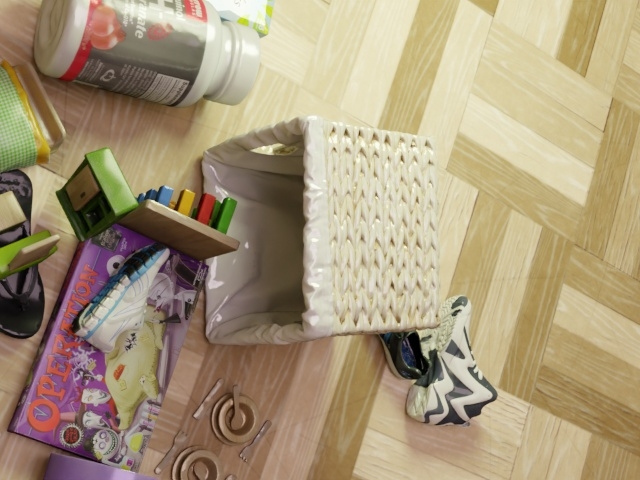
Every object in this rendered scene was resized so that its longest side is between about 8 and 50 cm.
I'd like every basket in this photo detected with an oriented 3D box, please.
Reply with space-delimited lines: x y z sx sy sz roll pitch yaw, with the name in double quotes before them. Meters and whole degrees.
"basket" 0.000 0.000 1.880 0.266 0.328 0.331 4 82 -33

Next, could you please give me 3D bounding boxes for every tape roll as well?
"tape roll" -0.307 0.367 1.729 0.189 0.189 0.080 23 73 -27

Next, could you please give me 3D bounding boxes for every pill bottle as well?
"pill bottle" -0.260 -0.303 1.844 0.319 0.176 0.176 11 79 -30

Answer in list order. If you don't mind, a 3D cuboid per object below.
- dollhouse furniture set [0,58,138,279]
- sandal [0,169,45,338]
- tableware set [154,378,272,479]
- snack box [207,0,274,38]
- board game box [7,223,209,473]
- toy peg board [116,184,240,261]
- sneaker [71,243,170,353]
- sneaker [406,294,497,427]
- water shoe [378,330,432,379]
"dollhouse furniture set" -0.431 -0.125 1.703 0.198 0.151 0.301 -26 87 -33
"sandal" -0.456 0.019 1.758 0.097 0.054 0.254 -6 87 -31
"tableware set" -0.160 0.327 1.910 0.128 0.039 0.194 44 65 -20
"snack box" -0.156 -0.454 1.987 0.174 0.070 0.207 18 76 -28
"board game box" -0.317 0.160 1.833 0.208 0.056 0.346 24 73 -22
"toy peg board" -0.219 -0.040 1.848 0.161 0.161 0.079 26 69 -26
"sneaker" -0.284 0.088 1.802 0.190 0.071 0.083 -50 116 -17
"sneaker" 0.257 0.226 2.144 0.153 0.094 0.235 23 73 -28
"water shoe" 0.134 0.146 2.086 0.073 0.080 0.203 -33 101 -30
